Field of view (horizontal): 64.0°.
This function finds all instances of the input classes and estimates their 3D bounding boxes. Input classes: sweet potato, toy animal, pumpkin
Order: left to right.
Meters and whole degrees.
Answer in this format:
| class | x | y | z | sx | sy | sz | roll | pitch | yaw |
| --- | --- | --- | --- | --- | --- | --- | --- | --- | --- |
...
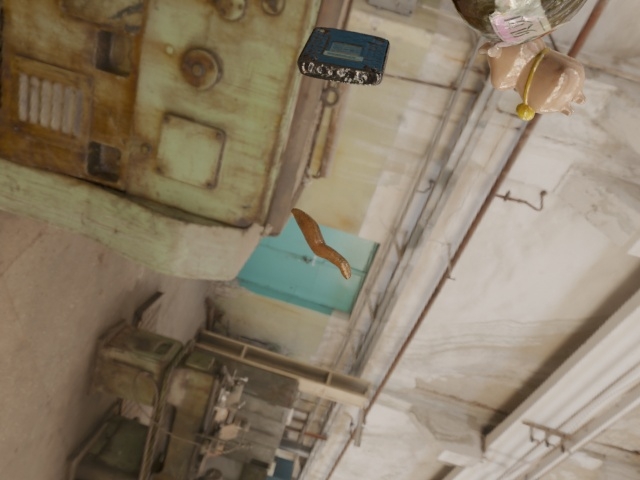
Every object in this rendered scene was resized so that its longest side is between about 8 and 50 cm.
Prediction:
| class | x | y | z | sx | sy | sz | roll | pitch | yaw |
| --- | --- | --- | --- | --- | --- | --- | --- | --- | --- |
| sweet potato | -0.004 | 0.002 | 0.948 | 0.044 | 0.179 | 0.044 | -32 | 156 | -16 |
| pumpkin | 0.196 | -0.350 | 0.555 | 0.260 | 0.189 | 0.260 | 18 | 70 | -61 |
| toy animal | 0.484 | -0.376 | 1.158 | 0.165 | 0.248 | 0.149 | -41 | 171 | -20 |

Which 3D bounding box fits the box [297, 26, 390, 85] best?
| class | x | y | z | sx | sy | sz | roll | pitch | yaw |
| --- | --- | --- | --- | --- | --- | --- | --- | --- | --- |
| box | 0.038 | -0.279 | 0.763 | 0.027 | 0.126 | 0.125 | 95 | 7 | -48 |
